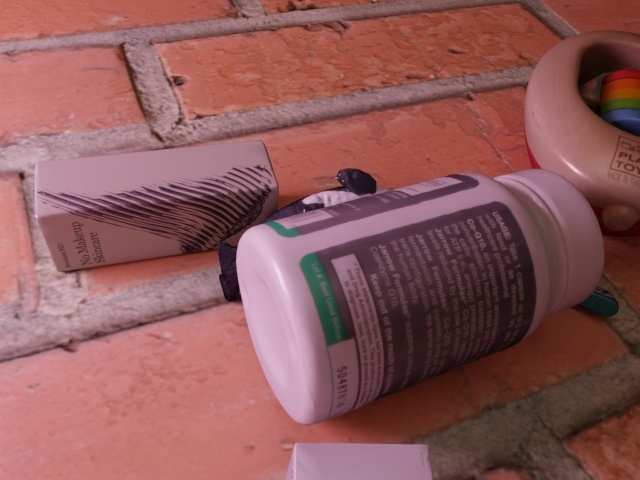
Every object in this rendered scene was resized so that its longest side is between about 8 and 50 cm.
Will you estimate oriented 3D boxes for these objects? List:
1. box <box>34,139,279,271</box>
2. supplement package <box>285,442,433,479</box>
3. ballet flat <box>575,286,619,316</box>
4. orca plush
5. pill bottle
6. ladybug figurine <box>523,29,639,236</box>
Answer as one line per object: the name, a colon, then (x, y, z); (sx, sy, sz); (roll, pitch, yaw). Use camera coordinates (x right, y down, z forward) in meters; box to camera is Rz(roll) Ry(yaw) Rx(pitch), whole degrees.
box: (-0.196, -0.046, 0.716); (0.275, 0.113, 0.094); (-10, 53, -15)
supplement package: (0.022, 0.244, 0.454); (0.105, 0.179, 0.105); (2, 49, -7)
ballet flat: (0.330, 0.065, 0.753); (0.114, 0.041, 0.041); (25, 51, 12)
orca plush: (0.000, 0.000, 0.746); (0.287, 0.102, 0.151); (-29, 104, -17)
pill bottle: (0.109, 0.042, 0.624); (0.361, 0.204, 0.204); (-15, 54, -20)
ladybug figurine: (0.449, -0.158, 0.873); (0.305, 0.162, 0.449); (24, 50, 11)
